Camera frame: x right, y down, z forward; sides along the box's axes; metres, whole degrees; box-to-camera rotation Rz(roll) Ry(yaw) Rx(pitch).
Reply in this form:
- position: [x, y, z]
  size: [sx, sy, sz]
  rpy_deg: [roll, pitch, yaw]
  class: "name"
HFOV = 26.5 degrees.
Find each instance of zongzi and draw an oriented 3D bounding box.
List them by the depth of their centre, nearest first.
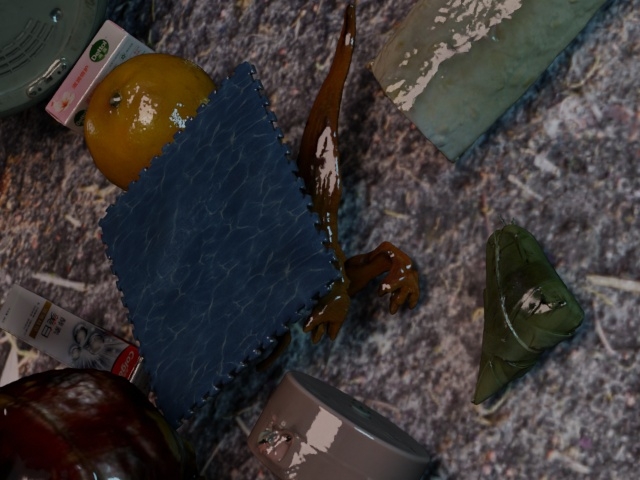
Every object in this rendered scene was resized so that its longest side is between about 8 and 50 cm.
- position: [0.151, 0.052, 1.213]
  size: [0.130, 0.062, 0.154]
  rpy_deg: [-47, 47, 23]
  class: "zongzi"

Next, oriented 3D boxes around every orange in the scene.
- position: [-0.179, -0.125, 1.442]
  size: [0.156, 0.124, 0.156]
  rpy_deg: [-11, 65, 25]
  class: "orange"

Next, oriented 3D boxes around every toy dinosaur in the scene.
- position: [0.000, 0.000, 1.301]
  size: [0.208, 0.097, 0.432]
  rpy_deg: [31, 90, 42]
  class: "toy dinosaur"

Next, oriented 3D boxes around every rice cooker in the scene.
- position: [-0.420, -0.320, 1.537]
  size: [0.335, 0.335, 0.325]
  rpy_deg: [-51, 40, 6]
  class: "rice cooker"

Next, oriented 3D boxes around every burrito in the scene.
- position: [0.172, -0.225, 1.263]
  size: [0.143, 0.105, 0.299]
  rpy_deg: [43, 98, 23]
  class: "burrito"

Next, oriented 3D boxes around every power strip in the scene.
- position: [0.014, 0.180, 1.182]
  size: [0.154, 0.154, 0.078]
  rpy_deg: [34, 93, 37]
  class: "power strip"

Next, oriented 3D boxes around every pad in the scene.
- position: [-0.107, 0.005, 1.299]
  size: [0.270, 0.012, 0.269]
  rpy_deg: [-45, 53, 29]
  class: "pad"

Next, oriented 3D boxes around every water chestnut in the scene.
- position: [-0.255, 0.289, 1.195]
  size: [0.335, 0.347, 0.335]
  rpy_deg: [16, 111, 47]
  class: "water chestnut"

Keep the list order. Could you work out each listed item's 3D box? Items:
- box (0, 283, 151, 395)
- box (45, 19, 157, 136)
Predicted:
- position: [-0.261, 0.110, 1.455]
  size: [0.218, 0.039, 0.055]
  rpy_deg: [21, 83, 36]
  class: "box"
- position: [-0.234, -0.170, 1.517]
  size: [0.043, 0.089, 0.125]
  rpy_deg: [37, 92, 37]
  class: "box"
